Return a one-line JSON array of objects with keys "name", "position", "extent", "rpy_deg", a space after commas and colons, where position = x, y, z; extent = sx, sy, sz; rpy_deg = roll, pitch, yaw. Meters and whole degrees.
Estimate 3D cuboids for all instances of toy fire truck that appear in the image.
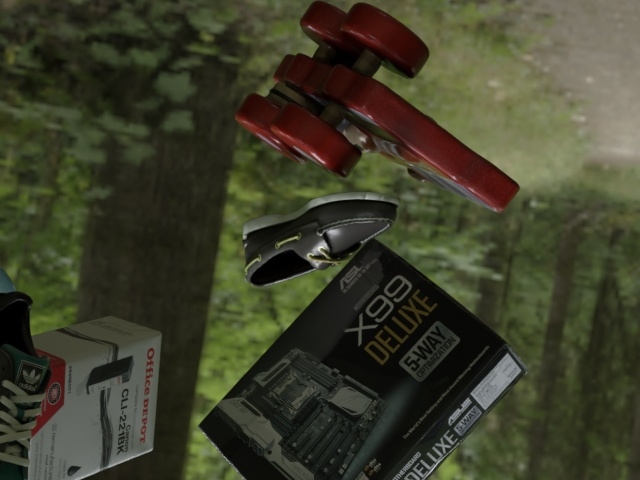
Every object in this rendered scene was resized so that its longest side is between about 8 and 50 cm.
[{"name": "toy fire truck", "position": [0.066, -0.129, 1.568], "extent": [0.254, 0.169, 0.302], "rpy_deg": [36, 177, -23]}]

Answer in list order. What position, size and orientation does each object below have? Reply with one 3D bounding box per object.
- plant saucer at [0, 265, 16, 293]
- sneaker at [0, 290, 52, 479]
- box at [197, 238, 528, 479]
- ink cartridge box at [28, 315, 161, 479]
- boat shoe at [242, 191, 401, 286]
[{"name": "plant saucer", "position": [-0.493, 0.062, 1.831], "extent": [0.195, 0.195, 0.037], "rpy_deg": [9, -141, -9]}, {"name": "sneaker", "position": [-0.391, 0.196, 1.704], "extent": [0.121, 0.302, 0.108], "rpy_deg": [-27, 150, 22]}, {"name": "box", "position": [0.043, 0.178, 1.569], "extent": [0.242, 0.307, 0.076], "rpy_deg": [41, 176, 41]}, {"name": "ink cartridge box", "position": [-0.362, 0.236, 2.024], "extent": [0.114, 0.197, 0.273], "rpy_deg": [14, -164, 31]}, {"name": "boat shoe", "position": [0.000, 0.000, 1.483], "extent": [0.081, 0.068, 0.228], "rpy_deg": [17, 158, -37]}]
